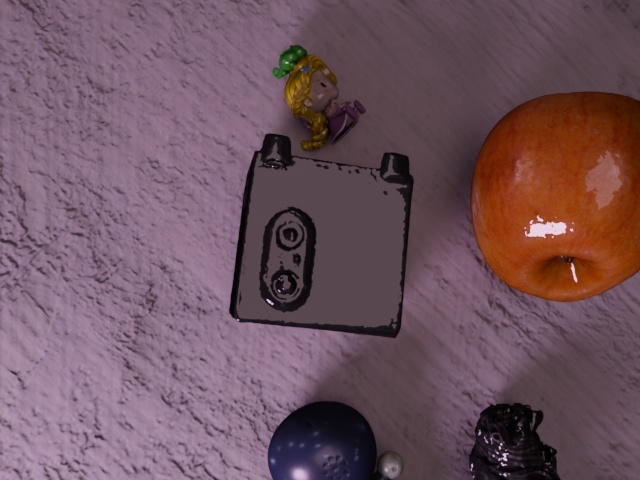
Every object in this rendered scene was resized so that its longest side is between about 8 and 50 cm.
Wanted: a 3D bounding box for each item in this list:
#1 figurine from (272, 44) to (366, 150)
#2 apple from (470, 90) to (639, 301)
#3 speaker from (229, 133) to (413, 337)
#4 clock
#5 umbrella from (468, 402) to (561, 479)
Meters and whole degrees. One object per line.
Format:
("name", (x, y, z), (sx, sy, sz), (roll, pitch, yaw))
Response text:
("figurine", (-0.021, -0.214, 1.113), (0.156, 0.095, 0.115), (48, 117, 0))
("apple", (0.365, -0.060, 1.062), (0.298, 0.299, 0.275), (16, 71, -9))
("speaker", (0.000, 0.000, 1.042), (0.232, 0.184, 0.254), (8, 85, -10))
("clock", (0.025, 0.347, 1.038), (0.199, 0.146, 0.244), (-24, 97, -8))
("umbrella", (0.305, 0.416, 1.083), (0.128, 0.154, 0.337), (-9, 85, 28))
